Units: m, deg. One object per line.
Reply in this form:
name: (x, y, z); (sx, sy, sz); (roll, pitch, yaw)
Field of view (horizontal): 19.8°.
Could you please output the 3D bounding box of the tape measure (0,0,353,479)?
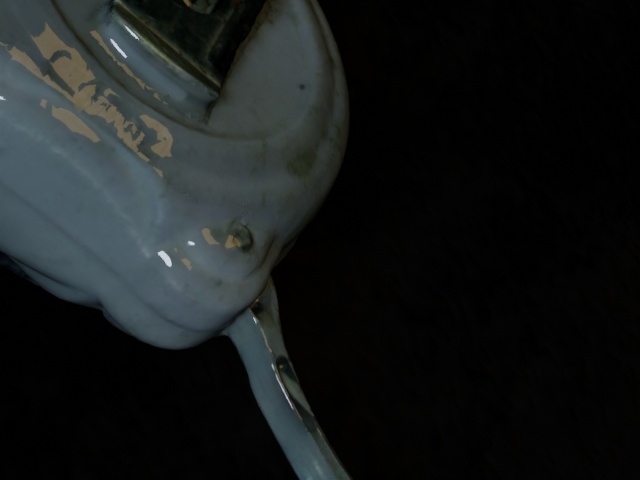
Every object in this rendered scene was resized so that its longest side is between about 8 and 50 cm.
tape measure: (0.000, 0.000, 0.544); (0.330, 0.084, 0.164); (38, 45, -19)
